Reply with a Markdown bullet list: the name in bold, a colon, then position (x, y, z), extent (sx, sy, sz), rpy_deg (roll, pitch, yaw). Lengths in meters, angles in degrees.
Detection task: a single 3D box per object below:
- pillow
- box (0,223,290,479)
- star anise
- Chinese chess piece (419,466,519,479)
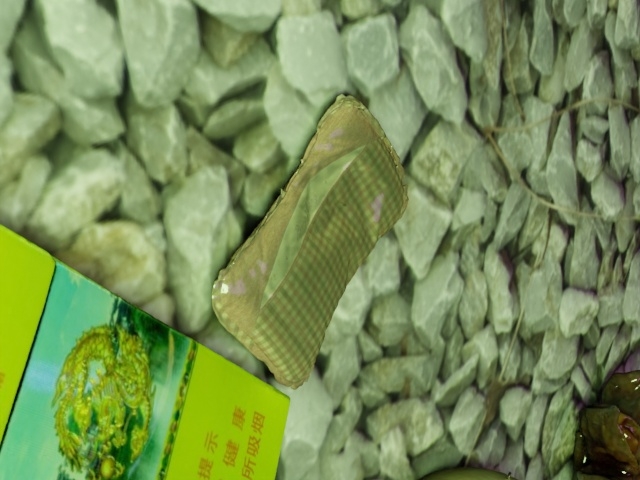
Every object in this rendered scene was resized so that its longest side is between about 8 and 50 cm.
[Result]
- **pillow**: position (-0.001, -0.002, 0.738), extent (0.135, 0.034, 0.211), rpy_deg (52, 60, -39)
- **box**: position (-0.136, 0.126, 0.559), extent (0.335, 0.047, 0.187), rpy_deg (40, 54, -49)
- **star anise**: position (0.354, 0.254, 1.150), extent (0.214, 0.099, 0.219), rpy_deg (-14, 105, -60)
- **Chinese chess piece**: position (0.133, 0.347, 0.914), extent (0.273, 0.102, 0.273), rpy_deg (-14, 108, -46)
